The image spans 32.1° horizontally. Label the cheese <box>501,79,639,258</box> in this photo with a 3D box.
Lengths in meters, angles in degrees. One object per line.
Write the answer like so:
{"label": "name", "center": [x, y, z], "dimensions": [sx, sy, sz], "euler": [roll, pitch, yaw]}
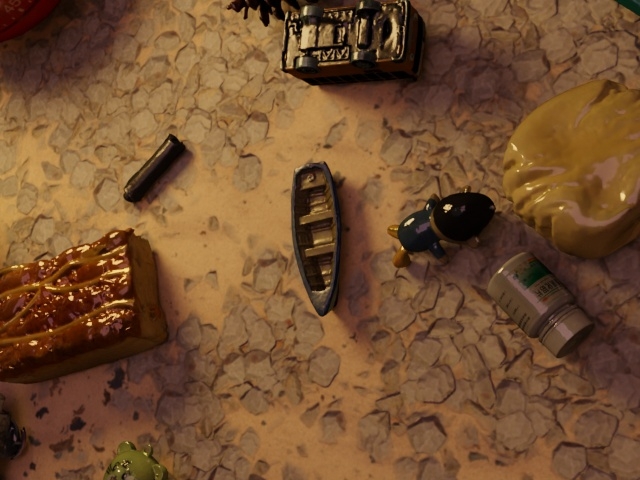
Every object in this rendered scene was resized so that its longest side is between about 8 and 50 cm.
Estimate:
{"label": "cheese", "center": [0.351, -0.098, 1.433], "dimensions": [0.226, 0.117, 0.214], "euler": [-47, 61, 5]}

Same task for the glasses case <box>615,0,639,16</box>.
{"label": "glasses case", "center": [0.513, -0.287, 1.417], "dimensions": [0.301, 0.070, 0.117], "euler": [42, 93, 27]}

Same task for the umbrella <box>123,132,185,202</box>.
{"label": "umbrella", "center": [-0.267, -0.114, 1.769], "dimensions": [0.133, 0.031, 0.036], "euler": [-47, 43, 11]}

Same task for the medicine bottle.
{"label": "medicine bottle", "center": [0.286, 0.084, 1.441], "dimensions": [0.080, 0.080, 0.130], "euler": [-47, 65, 10]}

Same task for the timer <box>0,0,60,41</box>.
{"label": "timer", "center": [-0.577, -0.513, 1.853], "dimensions": [0.378, 0.279, 0.378], "euler": [-4, 80, 23]}

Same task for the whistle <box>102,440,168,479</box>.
{"label": "whistle", "center": [-0.301, 0.405, 1.654], "dimensions": [0.105, 0.085, 0.227], "euler": [28, 93, 36]}

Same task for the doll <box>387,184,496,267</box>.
{"label": "doll", "center": [0.170, -0.020, 1.520], "dimensions": [0.179, 0.089, 0.102], "euler": [-23, 69, 45]}

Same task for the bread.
{"label": "bread", "center": [-0.386, 0.107, 1.738], "dimensions": [0.275, 0.114, 0.184], "euler": [-17, 74, 20]}

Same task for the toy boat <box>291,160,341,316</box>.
{"label": "toy boat", "center": [0.000, 0.000, 1.612], "dimensions": [0.080, 0.046, 0.228], "euler": [-12, 76, 22]}

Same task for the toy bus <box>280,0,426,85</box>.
{"label": "toy bus", "center": [0.053, -0.280, 1.602], "dimensions": [0.201, 0.114, 0.098], "euler": [0, 80, 31]}

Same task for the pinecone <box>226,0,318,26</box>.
{"label": "pinecone", "center": [-0.076, -0.399, 1.667], "dimensions": [0.165, 0.163, 0.163], "euler": [-40, 66, 27]}

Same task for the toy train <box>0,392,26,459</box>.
{"label": "toy train", "center": [-0.602, 0.371, 1.778], "dimensions": [0.202, 0.131, 0.299], "euler": [14, 86, 29]}
